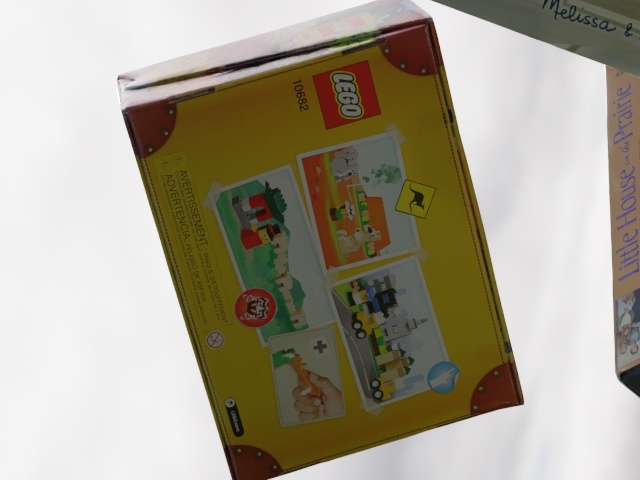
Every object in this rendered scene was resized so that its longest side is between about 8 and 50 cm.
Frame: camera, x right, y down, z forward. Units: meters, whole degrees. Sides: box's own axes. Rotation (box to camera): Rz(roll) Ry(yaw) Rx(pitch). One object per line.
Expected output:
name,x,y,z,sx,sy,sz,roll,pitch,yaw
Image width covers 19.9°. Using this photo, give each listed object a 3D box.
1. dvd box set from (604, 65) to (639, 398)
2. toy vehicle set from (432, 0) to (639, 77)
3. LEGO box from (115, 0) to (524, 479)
dvd box set,0.392,0.033,1.751,0.307,0.062,0.420,37,-141,-27
toy vehicle set,0.168,-0.122,0.876,0.166,0.267,0.035,-37,-35,-55
LEGO box,0.000,0.000,2.208,0.193,0.372,0.500,-118,13,-71
